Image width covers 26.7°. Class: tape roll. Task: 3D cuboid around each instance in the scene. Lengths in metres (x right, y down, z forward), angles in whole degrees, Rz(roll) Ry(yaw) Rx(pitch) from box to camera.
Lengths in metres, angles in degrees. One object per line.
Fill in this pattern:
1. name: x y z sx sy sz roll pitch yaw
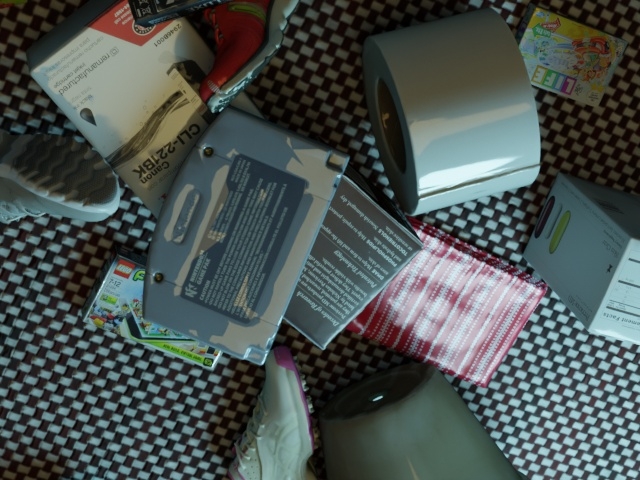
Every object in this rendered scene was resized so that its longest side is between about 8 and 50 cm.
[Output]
1. tape roll: 0.168 -0.170 1.775 0.169 0.246 0.246 -15 115 -8

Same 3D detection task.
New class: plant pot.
1. plant pot: 0.138 0.343 1.980 0.323 0.323 0.280 -23 99 -3

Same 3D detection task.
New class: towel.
1. towel: 0.186 0.096 2.012 0.274 0.031 0.199 25 106 -22

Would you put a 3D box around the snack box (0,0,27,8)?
1. snack box: -0.418 -0.320 1.632 0.100 0.141 0.037 -17 76 -7

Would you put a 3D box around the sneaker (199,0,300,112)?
1. sneaker: -0.112 -0.269 1.674 0.118 0.279 0.107 34 134 -16

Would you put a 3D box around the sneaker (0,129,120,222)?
1. sneaker: -0.376 -0.072 1.729 0.281 0.105 0.115 18 133 22

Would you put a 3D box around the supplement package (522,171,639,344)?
1. supplement package: 0.442 0.034 1.917 0.204 0.262 0.145 15 108 -18

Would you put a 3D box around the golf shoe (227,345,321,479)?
1. golf shoe: -0.072 0.302 1.996 0.140 0.115 0.306 -8 113 -6

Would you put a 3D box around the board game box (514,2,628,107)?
1. board game box: 0.343 -0.260 1.898 0.154 0.026 0.103 16 109 -19

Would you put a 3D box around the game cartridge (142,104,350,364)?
1. game cartridge: -0.108 -0.010 1.718 0.198 0.062 0.297 23 100 2

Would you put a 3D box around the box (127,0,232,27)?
1. box: -0.145 -0.434 1.581 0.242 0.076 0.308 -18 93 4

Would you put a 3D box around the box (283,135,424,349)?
1. box: 0.000 0.000 1.848 0.167 0.168 0.203 40 100 -24

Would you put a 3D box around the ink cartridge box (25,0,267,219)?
1. ink cartridge box: -0.217 -0.189 1.745 0.197 0.114 0.273 -38 117 3

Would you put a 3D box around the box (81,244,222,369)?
1. box: -0.221 0.097 1.911 0.207 0.036 0.114 23 106 -21
